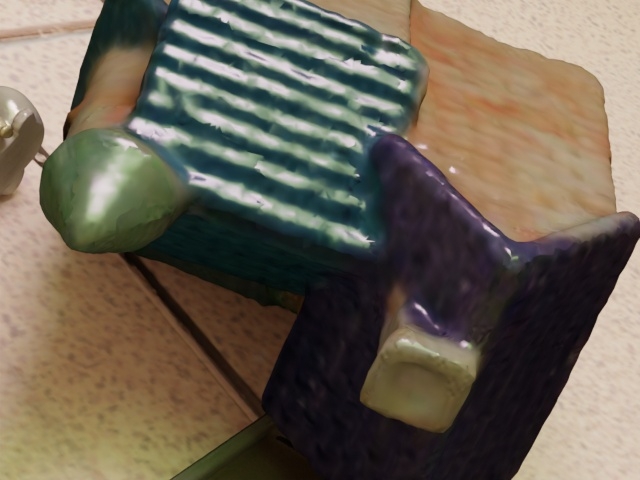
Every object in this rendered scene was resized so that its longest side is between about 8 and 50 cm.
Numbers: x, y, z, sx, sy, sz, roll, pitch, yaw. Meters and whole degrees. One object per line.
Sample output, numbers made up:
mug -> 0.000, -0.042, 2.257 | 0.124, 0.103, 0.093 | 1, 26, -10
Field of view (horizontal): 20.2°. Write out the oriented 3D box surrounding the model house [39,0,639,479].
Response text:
model house -> 0.000, 0.000, 0.989 | 0.312, 0.245, 0.280 | 20, 32, -9

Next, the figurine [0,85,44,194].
figurine -> -0.237, -0.096, 1.092 | 0.146, 0.098, 0.081 | 37, 48, 10

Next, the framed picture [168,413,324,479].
framed picture -> 0.028, 0.201, 0.913 | 0.289, 0.020, 0.211 | 29, 32, 23
